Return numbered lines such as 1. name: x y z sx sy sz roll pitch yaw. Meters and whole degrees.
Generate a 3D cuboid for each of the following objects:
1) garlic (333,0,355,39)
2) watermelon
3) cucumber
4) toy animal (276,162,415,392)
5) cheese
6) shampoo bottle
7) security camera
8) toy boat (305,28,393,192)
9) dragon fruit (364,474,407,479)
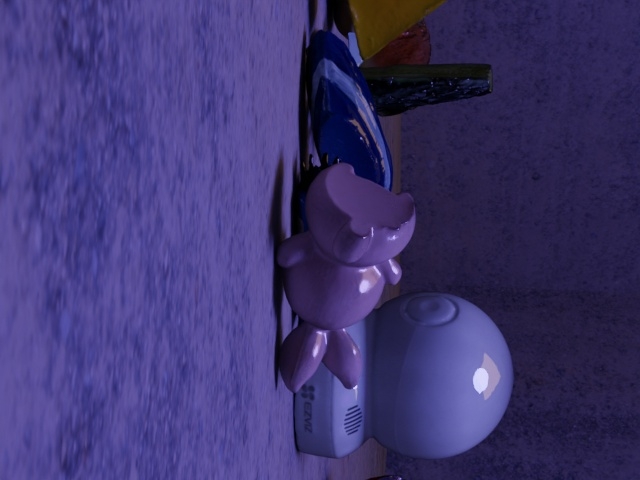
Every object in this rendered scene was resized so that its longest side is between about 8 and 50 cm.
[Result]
1. garlic: 0.071 -0.352 1.799 0.217 0.110 0.228 118 -5 -58
2. watermelon: 0.114 -0.273 2.302 0.245 0.119 0.063 -83 162 -47
3. cucumber: 0.146 -0.218 2.156 0.078 0.211 0.062 -81 170 -64
4. toy animal: 0.006 0.038 1.396 0.124 0.124 0.212 -79 -169 -59
5. cheese: 0.044 -0.304 1.561 0.171 0.126 0.093 49 17 -26
6. shampoo bottle: 0.000 0.000 1.524 0.087 0.050 0.183 -95 -175 -67
7. security camera: 0.095 0.152 1.639 0.194 0.236 0.194 1 90 -82
8. toy boat: 0.041 -0.134 1.644 0.291 0.070 0.210 -45 124 -77
9. dragon fruit: 0.059 0.440 2.027 0.218 0.148 0.223 55 34 -25
